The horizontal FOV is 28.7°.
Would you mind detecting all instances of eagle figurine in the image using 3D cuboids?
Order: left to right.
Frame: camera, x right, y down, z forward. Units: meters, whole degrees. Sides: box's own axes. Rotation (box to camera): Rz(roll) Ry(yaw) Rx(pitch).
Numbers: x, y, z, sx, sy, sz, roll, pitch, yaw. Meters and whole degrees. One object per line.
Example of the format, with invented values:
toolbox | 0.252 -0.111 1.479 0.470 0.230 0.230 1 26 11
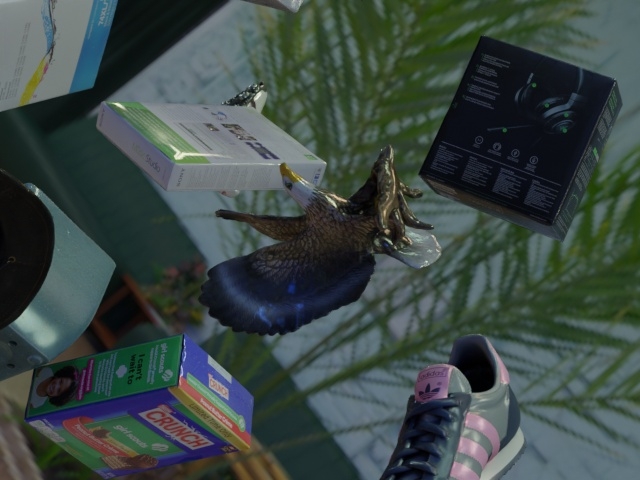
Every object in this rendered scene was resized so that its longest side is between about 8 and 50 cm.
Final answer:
eagle figurine | -0.006 -0.009 1.727 0.226 0.298 0.225 -3 62 -59

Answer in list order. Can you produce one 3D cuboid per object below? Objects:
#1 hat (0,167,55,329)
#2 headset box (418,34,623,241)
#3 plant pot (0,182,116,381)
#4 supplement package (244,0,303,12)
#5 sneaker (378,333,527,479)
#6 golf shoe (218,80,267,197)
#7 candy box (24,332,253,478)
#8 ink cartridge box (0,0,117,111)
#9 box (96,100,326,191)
hat | -0.525 -0.011 1.727 0.331 0.331 0.134 52 9 -45
headset box | 0.339 -0.179 2.085 0.246 0.283 0.131 22 -4 22
plant pot | -0.548 0.100 2.200 0.248 0.247 0.252 49 32 -36
supplement package | -0.089 -0.344 1.462 0.105 0.105 0.179 26 0 -38
sneaker | 0.099 0.191 1.156 0.319 0.112 0.131 -37 117 -62
golf shoe | -0.169 -0.205 2.511 0.105 0.273 0.120 -17 -56 47
candy box | -0.318 0.302 2.244 0.268 0.317 0.122 51 30 -48
ink cartridge box | -0.481 -0.334 1.895 0.198 0.197 0.270 35 33 19
box | -0.181 -0.158 2.095 0.322 0.059 0.232 -1 30 -42
